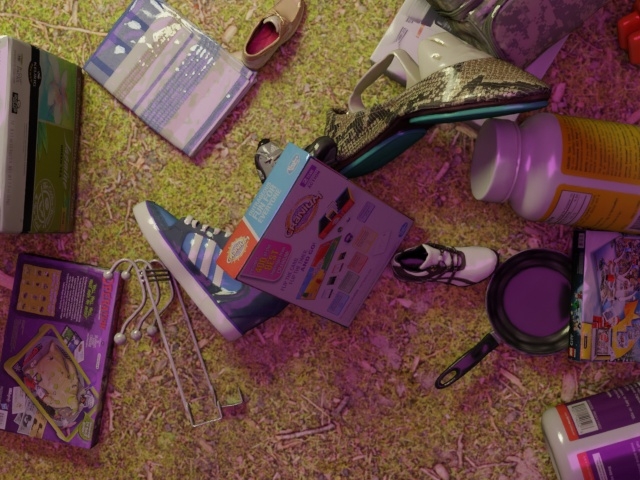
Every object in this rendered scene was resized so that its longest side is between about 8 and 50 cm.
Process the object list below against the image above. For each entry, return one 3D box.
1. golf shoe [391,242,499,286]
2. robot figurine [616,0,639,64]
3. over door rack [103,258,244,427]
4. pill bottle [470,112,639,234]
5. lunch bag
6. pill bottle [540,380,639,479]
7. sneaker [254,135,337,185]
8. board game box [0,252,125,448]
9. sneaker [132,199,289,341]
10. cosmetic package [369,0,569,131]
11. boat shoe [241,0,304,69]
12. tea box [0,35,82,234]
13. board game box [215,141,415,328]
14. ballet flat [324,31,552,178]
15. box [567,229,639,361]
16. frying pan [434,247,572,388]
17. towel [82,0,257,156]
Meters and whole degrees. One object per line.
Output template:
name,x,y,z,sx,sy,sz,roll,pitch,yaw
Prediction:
golf shoe,0.224,0.042,1.759,0.198,0.094,0.077,-7,74,11
robot figurine,0.635,-0.388,1.705,0.219,0.158,0.128,-24,105,6
over door rack,-0.273,0.187,1.752,0.108,0.239,0.324,-30,87,4
pill bottle,0.437,-0.118,1.665,0.333,0.188,0.188,7,91,-9
lunch bag,0.340,-0.441,1.611,0.305,0.212,0.256,-40,105,5
pill bottle,0.561,0.340,1.694,0.322,0.181,0.182,-17,89,6
sneaker,-0.062,-0.146,1.756,0.086,0.229,0.132,-27,74,-37
board game box,-0.506,0.211,1.877,0.208,0.056,0.347,11,92,10
sneaker,-0.167,0.002,1.806,0.236,0.130,0.323,-38,83,-3
cosmetic package,0.306,-0.409,1.758,0.284,0.097,0.377,31,94,2
boat shoe,-0.087,-0.395,1.807,0.063,0.059,0.170,33,82,5
tea box,-0.592,-0.180,1.740,0.219,0.323,0.329,4,92,7
board game box,0.000,0.000,1.699,0.064,0.316,0.242,35,95,43
ballet flat,0.163,-0.243,1.635,0.482,0.164,0.182,-17,84,50
box,0.526,0.100,1.736,0.159,0.044,0.233,3,91,-17
frying pan,0.369,0.169,1.777,0.197,0.053,0.326,28,94,5
towel,-0.286,-0.319,1.852,0.285,0.034,0.209,39,94,5
